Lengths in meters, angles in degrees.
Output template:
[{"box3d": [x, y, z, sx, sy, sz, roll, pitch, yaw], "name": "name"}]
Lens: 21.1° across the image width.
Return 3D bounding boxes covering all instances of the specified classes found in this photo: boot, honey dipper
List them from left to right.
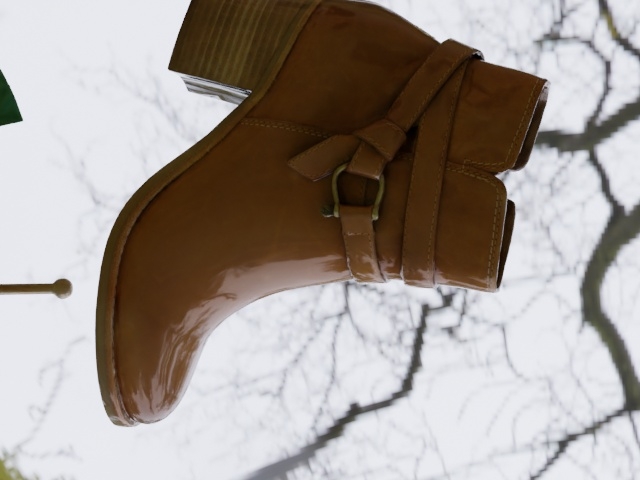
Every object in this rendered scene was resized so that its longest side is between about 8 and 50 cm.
[{"box3d": [-0.288, 0.042, 1.439, 0.160, 0.030, 0.030, 0, -129, -11], "name": "honey dipper"}, {"box3d": [0.000, 0.000, 1.006, 0.220, 0.109, 0.283, 17, -93, 11], "name": "boot"}]

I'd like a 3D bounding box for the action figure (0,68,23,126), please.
[{"box3d": [-0.358, -0.204, 1.519, 0.137, 0.063, 0.232, -14, -99, -30], "name": "action figure"}]
